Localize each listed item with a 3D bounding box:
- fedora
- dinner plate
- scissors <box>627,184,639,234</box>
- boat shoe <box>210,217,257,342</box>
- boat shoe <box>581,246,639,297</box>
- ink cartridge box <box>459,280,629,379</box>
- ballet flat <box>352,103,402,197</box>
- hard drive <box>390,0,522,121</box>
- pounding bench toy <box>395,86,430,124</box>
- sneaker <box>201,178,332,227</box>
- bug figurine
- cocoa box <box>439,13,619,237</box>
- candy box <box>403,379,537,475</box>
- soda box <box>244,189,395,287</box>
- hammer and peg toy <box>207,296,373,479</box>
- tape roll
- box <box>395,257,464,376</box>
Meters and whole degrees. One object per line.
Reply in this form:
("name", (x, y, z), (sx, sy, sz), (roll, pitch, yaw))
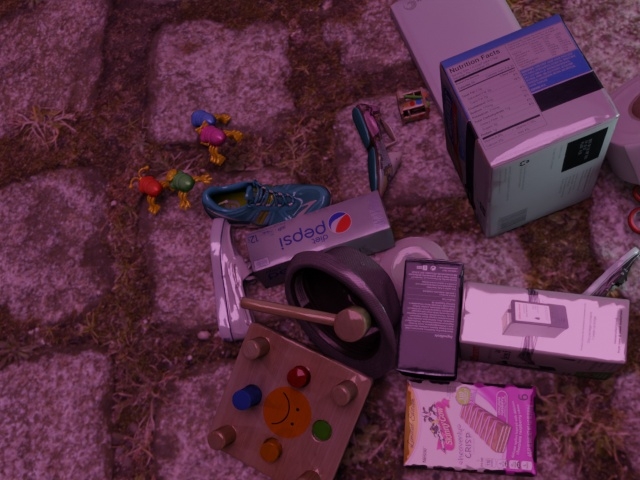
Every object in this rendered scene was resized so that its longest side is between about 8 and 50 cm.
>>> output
("fedora", (0.062, 0.117, 1.480), (0.275, 0.243, 0.124), (44, 51, 11))
("dinner plate", (0.188, 0.057, 1.559), (0.141, 0.017, 0.141), (-4, 69, 9))
("scissors", (0.724, -0.016, 1.468), (0.297, 0.021, 0.109), (25, 79, 13))
("boat shoe", (-0.171, 0.076, 1.586), (0.084, 0.095, 0.258), (-8, 80, 3))
("boat shoe", (0.554, 0.072, 1.472), (0.142, 0.049, 0.040), (-43, 75, 1))
("ink cartridge box", (0.387, 0.163, 1.386), (0.273, 0.198, 0.114), (6, 73, 13))
("ballet flat", (0.127, -0.193, 1.634), (0.079, 0.077, 0.221), (-7, 68, -13))
("hard drive", (0.323, -0.409, 1.682), (0.233, 0.047, 0.353), (-22, 68, 2))
("pounding bench toy", (0.196, -0.292, 1.644), (0.065, 0.083, 0.052), (-14, 69, 6))
("sneaker", (-0.113, -0.076, 1.611), (0.275, 0.110, 0.107), (-3, 70, 9))
("bug figurine", (-0.284, -0.180, 1.663), (0.216, 0.072, 0.279), (20, 71, 53))
("cocoa box", (0.369, -0.197, 1.437), (0.231, 0.347, 0.228), (-22, 68, 3))
("candy box", (0.271, 0.340, 1.414), (0.233, 0.071, 0.159), (0, 71, 11))
("soda box", (0.000, 0.000, 1.568), (0.286, 0.098, 0.091), (-18, 64, 3))
("hammer and peg toy", (-0.045, 0.259, 1.417), (0.266, 0.127, 0.361), (23, 98, 17))
("tape roll", (0.660, -0.225, 1.440), (0.286, 0.100, 0.286), (-26, 28, 15))
("box", (0.205, 0.150, 1.439), (0.108, 0.153, 0.207), (4, 77, 11))
